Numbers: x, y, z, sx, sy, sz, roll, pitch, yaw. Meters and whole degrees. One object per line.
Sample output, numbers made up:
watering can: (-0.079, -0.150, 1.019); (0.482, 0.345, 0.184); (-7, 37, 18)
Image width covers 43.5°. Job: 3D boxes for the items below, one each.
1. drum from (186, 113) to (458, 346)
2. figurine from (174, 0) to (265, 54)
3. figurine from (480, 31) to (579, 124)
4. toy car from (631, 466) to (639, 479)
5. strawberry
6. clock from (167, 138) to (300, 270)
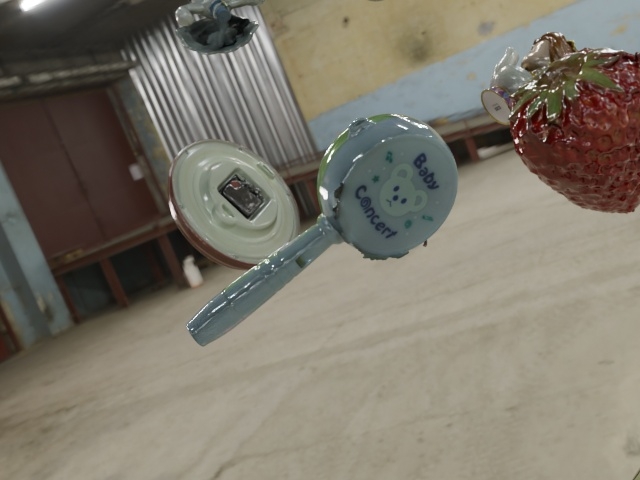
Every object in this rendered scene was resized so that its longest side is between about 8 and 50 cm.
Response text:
drum: (-0.006, -0.016, 0.642); (0.253, 0.130, 0.049); (-25, 34, -10)
figurine: (-0.101, -0.232, 0.797); (0.095, 0.082, 0.086); (-5, 51, 1)
figurine: (0.508, -0.385, 1.893); (0.263, 0.189, 0.142); (-38, 10, -13)
toy car: (0.477, 0.319, 1.001); (0.198, 0.204, 0.248); (-47, -11, 13)
strawberry: (0.378, -0.137, 1.116); (0.205, 0.244, 0.205); (-28, 31, 19)
clock: (-0.177, -0.082, 1.701); (0.080, 0.318, 0.318); (-39, -6, 40)
